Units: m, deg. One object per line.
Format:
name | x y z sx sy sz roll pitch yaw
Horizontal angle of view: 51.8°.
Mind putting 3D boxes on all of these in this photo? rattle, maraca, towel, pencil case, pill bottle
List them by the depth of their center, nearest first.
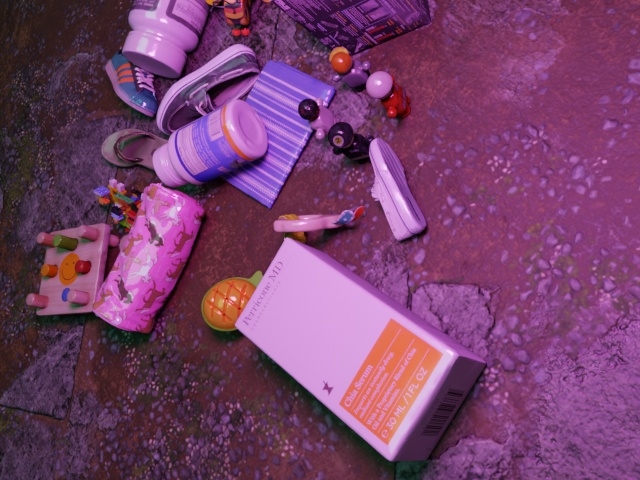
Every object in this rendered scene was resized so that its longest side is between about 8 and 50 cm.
rattle | 0.000 0.000 1.468 0.200 0.130 0.142 -1 82 11
maraca | -0.188 0.141 1.540 0.186 0.099 0.127 -22 71 -1
pill bottle | -0.279 -0.228 1.638 0.272 0.152 0.152 -21 65 28
towel | -0.122 -0.276 1.664 0.243 0.040 0.336 33 97 34
pencil case | -0.441 0.049 1.694 0.167 0.160 0.386 25 91 50
pill bottle | -0.420 -0.663 1.869 0.204 0.204 0.361 15 84 36

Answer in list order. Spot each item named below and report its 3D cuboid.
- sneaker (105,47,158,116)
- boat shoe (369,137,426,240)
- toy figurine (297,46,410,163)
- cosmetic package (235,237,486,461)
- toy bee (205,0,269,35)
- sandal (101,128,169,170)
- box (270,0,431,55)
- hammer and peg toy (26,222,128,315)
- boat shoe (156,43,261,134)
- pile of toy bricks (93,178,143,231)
sneaker | -0.546 -0.487 1.957 0.121 0.108 0.302 -49 54 16
boat shoe | 0.141 -0.106 1.393 0.076 0.083 0.226 -33 68 31
toy figurine | 0.068 -0.300 1.470 0.213 0.148 0.209 -52 55 10
cosmetic package | 0.065 0.204 1.311 0.453 0.161 0.230 33 94 36
toy bee | -0.234 -0.648 1.787 0.195 0.162 0.298 18 54 21
sandal | -0.527 -0.269 1.891 0.303 0.086 0.120 12 82 35
box | 0.069 -0.529 1.441 0.243 0.307 0.076 -16 71 30
hammer and peg toy | -0.661 0.086 1.844 0.361 0.127 0.265 -6 73 32
boat shoe | -0.303 -0.384 1.756 0.335 0.121 0.119 -38 54 16
pile of toy bricks | -0.547 -0.076 1.850 0.212 0.118 0.105 27 130 26
